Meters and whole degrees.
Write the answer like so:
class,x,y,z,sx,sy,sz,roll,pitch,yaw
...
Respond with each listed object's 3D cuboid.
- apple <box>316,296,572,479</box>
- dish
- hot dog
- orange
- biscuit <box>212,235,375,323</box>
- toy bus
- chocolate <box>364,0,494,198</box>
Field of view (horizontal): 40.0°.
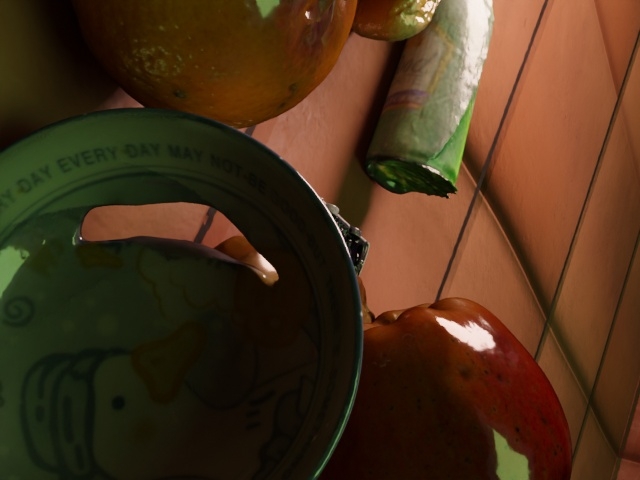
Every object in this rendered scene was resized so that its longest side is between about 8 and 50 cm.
class,x,y,z,sx,sy,sz,roll,pitch,yaw
apple,0.098,0.162,0.738,0.234,0.234,0.234,-26,121,-53
dish,-0.110,0.067,0.550,0.134,0.273,0.273,81,28,-75
hot dog,0.104,-0.299,0.902,0.243,0.084,0.073,-56,143,-30
orange,-0.061,-0.185,0.589,0.224,0.170,0.224,-26,123,-50
biscuit,-0.065,0.149,0.758,0.325,0.107,0.326,-18,111,-54
toy bus,0.000,0.000,0.855,0.102,0.058,0.052,41,65,-50
chocolate,0.135,-0.197,0.974,0.110,0.110,0.291,39,64,-56
